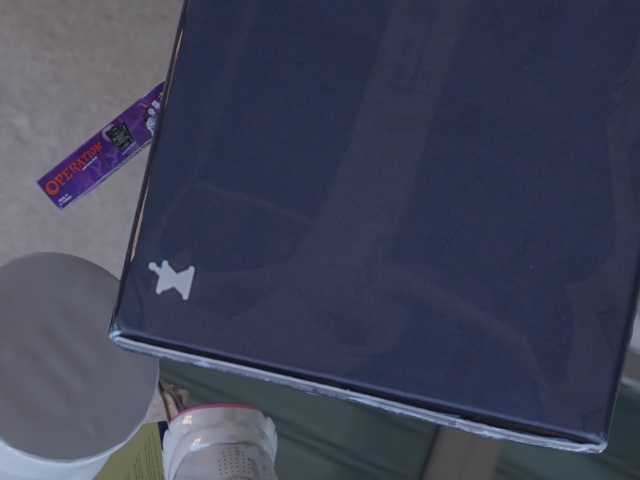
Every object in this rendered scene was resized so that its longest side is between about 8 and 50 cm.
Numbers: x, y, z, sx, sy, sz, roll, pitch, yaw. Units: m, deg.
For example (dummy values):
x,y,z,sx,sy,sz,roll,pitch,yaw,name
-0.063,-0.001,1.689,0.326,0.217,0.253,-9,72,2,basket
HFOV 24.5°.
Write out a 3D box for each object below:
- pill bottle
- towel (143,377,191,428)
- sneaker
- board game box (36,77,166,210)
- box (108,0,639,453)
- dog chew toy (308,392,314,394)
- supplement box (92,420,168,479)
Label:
x,y,z,sx,sy,sz,roll,pitch,yaw,name
-0.173,0.086,0.753,0.121,0.121,0.221,28,150,-21,pill bottle
-0.211,0.298,1.557,0.049,0.282,0.187,27,-158,-41,towel
-0.075,0.245,1.050,0.103,0.111,0.252,-3,121,-6,sneaker
-0.222,-0.123,1.723,0.056,0.208,0.347,47,179,-7,board game box
0.057,-0.098,0.650,0.179,0.343,0.312,12,178,6,box
0.000,0.000,1.658,0.206,0.332,0.206,-13,-172,2,dog chew toy
-0.157,0.195,1.172,0.083,0.083,0.056,-8,159,-12,supplement box
